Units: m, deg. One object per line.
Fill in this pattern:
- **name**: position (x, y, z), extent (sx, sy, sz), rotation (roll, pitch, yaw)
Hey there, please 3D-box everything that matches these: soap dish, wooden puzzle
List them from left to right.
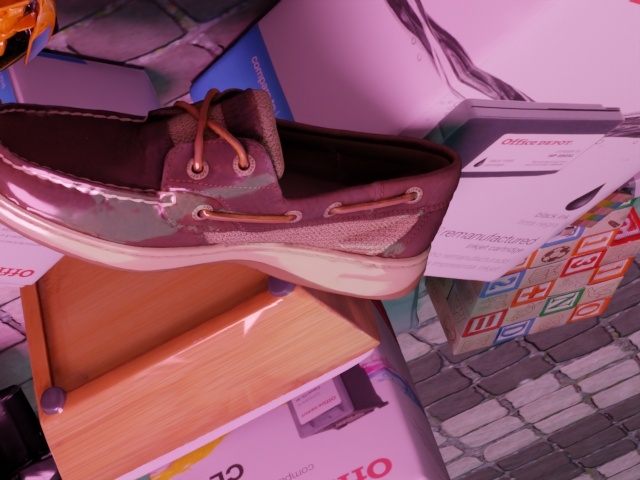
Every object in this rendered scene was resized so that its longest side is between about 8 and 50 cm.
- **soap dish**: position (-0.111, 0.048, 1.599), extent (0.290, 0.229, 0.118), rotation (-28, 138, 14)
- **wooden puzzle**: position (0.221, -0.027, 1.601), extent (0.049, 0.006, 0.083), rotation (5, 145, -45)

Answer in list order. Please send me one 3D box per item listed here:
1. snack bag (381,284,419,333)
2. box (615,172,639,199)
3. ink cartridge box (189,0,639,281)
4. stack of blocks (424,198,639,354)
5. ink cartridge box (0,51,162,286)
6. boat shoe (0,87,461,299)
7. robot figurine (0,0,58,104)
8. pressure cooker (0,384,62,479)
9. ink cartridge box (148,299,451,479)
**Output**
- **snack bag**: position (-0.052, 0.100, 1.912), extent (0.342, 0.037, 0.323), rotation (-18, 164, -5)
- **box**: position (0.267, -0.115, 1.645), extent (0.186, 0.145, 0.038), rotation (-21, 157, -1)
- **ink cartridge box**: position (0.143, -0.142, 1.455), extent (0.285, 0.166, 0.395), rotation (6, 144, -44)
- **stack of blocks**: position (0.218, -0.009, 1.895), extent (0.171, 0.087, 0.297), rotation (-15, 155, -15)
- **ink cartridge box**: position (-0.222, -0.050, 1.453), extent (0.139, 0.082, 0.190), rotation (7, 145, -46)
- **boat shoe**: position (-0.064, -0.052, 1.280), extent (0.342, 0.123, 0.123), rotation (12, 126, -23)
- **robot figurine**: position (-0.256, -0.120, 1.209), extent (0.211, 0.085, 0.291), rotation (-14, 170, -14)
- **pressure cooker**: position (-0.368, 0.332, 1.766), extent (0.370, 0.420, 0.375), rotation (-31, -174, -34)
- **ink cartridge box**: position (-0.027, 0.168, 1.647), extent (0.226, 0.306, 0.131), rotation (-27, 132, 5)
